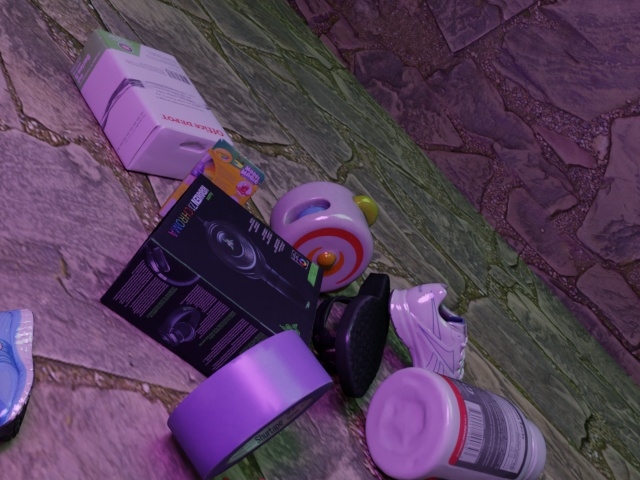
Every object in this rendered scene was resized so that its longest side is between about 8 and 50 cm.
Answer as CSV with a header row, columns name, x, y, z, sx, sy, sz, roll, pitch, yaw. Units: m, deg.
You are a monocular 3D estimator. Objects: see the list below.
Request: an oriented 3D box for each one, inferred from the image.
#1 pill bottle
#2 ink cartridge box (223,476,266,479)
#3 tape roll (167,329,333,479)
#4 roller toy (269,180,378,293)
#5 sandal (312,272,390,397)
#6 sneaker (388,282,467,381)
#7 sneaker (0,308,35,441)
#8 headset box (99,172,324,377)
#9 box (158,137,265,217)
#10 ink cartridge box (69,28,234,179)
name,x,y,z,sx,sy,sz,roll,pitch,yaw
pill bottle,0.242,0.333,1.102,0.319,0.176,0.176,26,29,-37
ink cartridge box,-0.065,0.327,0.794,0.115,0.029,0.062,35,25,-22
tape roll,-0.082,0.196,0.785,0.080,0.189,0.189,51,24,16
roller toy,0.000,0.000,1.253,0.191,0.209,0.146,15,34,-22
sandal,0.054,0.160,1.166,0.107,0.167,0.446,1,5,12
sneaker,0.238,0.220,1.290,0.297,0.129,0.111,66,20,-11
sneaker,-0.334,0.135,0.663,0.073,0.063,0.162,9,32,-31
headset box,-0.136,0.072,0.981,0.283,0.131,0.246,40,24,-12
box,-0.180,-0.081,1.104,0.105,0.179,0.043,41,24,-9
ink cartridge box,-0.319,-0.250,1.243,0.198,0.115,0.272,6,44,-55
